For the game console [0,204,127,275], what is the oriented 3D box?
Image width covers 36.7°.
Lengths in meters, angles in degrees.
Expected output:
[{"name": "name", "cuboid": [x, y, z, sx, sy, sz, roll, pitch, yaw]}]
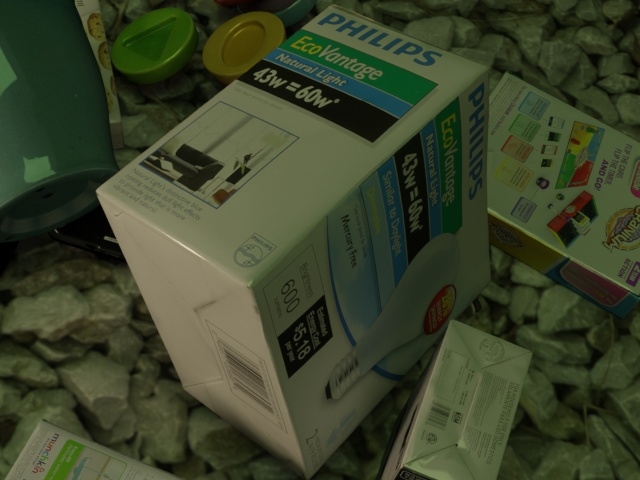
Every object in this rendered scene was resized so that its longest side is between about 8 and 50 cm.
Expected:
[{"name": "game console", "cuboid": [-0.332, -0.029, 1.261, 0.361, 0.044, 0.213, 16, 60, 5]}]

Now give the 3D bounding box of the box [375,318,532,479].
[{"name": "box", "cuboid": [0.122, 0.225, 1.023, 0.087, 0.290, 0.169, 22, 58, 4]}]

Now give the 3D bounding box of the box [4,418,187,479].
[{"name": "box", "cuboid": [-0.242, 0.355, 0.990, 0.231, 0.126, 0.262, 19, 60, 10]}]

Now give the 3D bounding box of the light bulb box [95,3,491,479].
[{"name": "light bulb box", "cuboid": [0.000, 0.000, 1.076, 0.225, 0.358, 0.361, 30, 60, 31]}]

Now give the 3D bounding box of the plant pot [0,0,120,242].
[{"name": "plant pot", "cuboid": [-0.375, -0.146, 1.165, 0.272, 0.271, 0.255, -24, 81, -19]}]

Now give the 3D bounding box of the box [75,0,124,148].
[{"name": "box", "cuboid": [-0.338, -0.274, 1.389, 0.067, 0.063, 0.324, -8, 61, -12]}]

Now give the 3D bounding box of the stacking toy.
[{"name": "stacking toy", "cuboid": [-0.142, -0.305, 1.435, 0.280, 0.130, 0.308, -3, 54, 22]}]

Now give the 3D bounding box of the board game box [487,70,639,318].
[{"name": "board game box", "cuboid": [0.337, -0.071, 1.347, 0.317, 0.064, 0.242, 31, 62, 11]}]

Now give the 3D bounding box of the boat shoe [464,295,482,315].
[{"name": "boat shoe", "cuboid": [0.182, 0.037, 1.280, 0.043, 0.049, 0.137, -17, 59, -18]}]
